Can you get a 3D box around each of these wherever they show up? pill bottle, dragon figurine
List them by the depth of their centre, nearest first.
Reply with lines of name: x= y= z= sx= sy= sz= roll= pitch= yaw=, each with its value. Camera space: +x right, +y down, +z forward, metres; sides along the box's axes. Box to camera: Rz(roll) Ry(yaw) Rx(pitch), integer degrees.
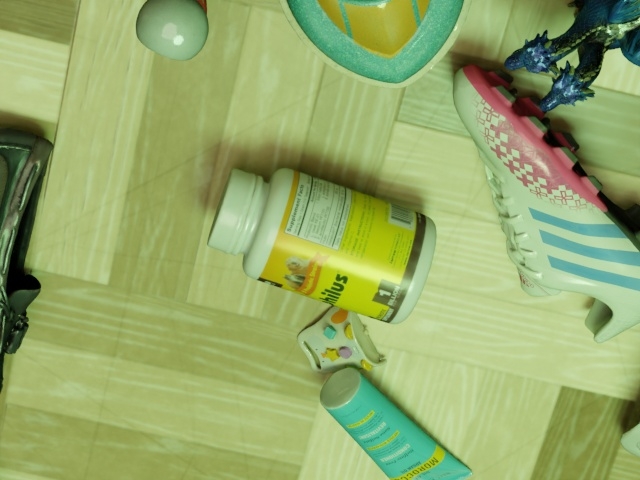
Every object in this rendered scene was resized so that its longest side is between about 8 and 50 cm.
dragon figurine: x=0.312 y=-0.213 z=1.547 sx=0.289 sy=0.144 sz=0.085 roll=-24 pitch=111 yaw=11
pill bottle: x=0.000 y=0.000 z=1.661 sx=0.215 sy=0.117 sz=0.117 roll=19 pitch=113 yaw=-6

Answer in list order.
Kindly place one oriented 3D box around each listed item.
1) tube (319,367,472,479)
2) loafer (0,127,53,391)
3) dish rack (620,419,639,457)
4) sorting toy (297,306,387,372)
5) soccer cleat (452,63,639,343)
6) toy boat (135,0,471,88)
tube: x=0.077 y=0.215 z=1.783 sx=0.080 sy=0.052 sz=0.207 roll=-29 pitch=127 yaw=21
loafer: x=-0.325 y=0.030 z=1.692 sx=0.095 sy=0.109 sz=0.302 roll=3 pitch=111 yaw=-5
dish rack: x=0.504 y=0.192 z=1.695 sx=0.333 sy=0.072 sz=0.285 roll=17 pitch=155 yaw=-6
sorting toy: x=0.016 y=0.114 z=1.758 sx=0.075 sy=0.045 sz=0.083 roll=-17 pitch=113 yaw=29
soccer cleat: x=0.222 y=-0.026 z=1.646 sx=0.143 sy=0.116 sz=0.331 roll=-41 pitch=107 yaw=17
toy boat: x=-0.015 y=-0.244 z=1.539 sx=0.318 sy=0.148 sz=0.267 roll=-16 pitch=112 yaw=8
